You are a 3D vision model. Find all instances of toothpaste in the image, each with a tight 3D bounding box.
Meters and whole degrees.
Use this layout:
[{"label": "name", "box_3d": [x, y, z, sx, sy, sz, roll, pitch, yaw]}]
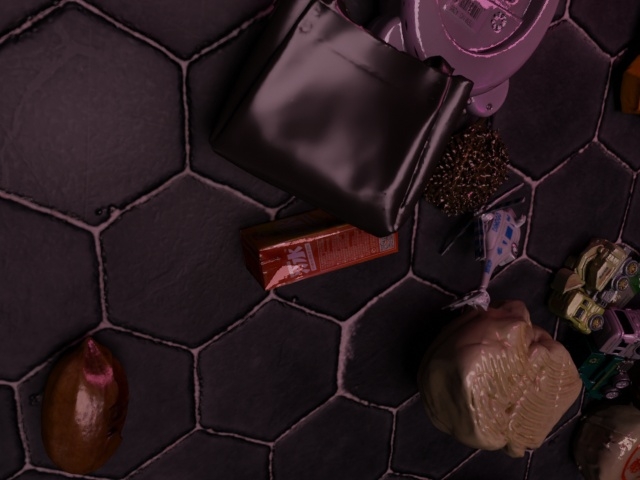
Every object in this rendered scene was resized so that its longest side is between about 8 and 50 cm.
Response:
[{"label": "toothpaste", "box_3d": [0.638, 0.116, 1.235, 0.248, 0.047, 0.078, -49, 128, 3]}]

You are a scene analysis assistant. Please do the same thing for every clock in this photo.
[{"label": "clock", "box_3d": [0.213, -0.362, 0.821, 0.296, 0.113, 0.322, 15, 104, -28]}]

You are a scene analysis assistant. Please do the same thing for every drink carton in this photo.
[{"label": "drink carton", "box_3d": [0.000, 0.000, 0.872, 0.223, 0.096, 0.071, -15, 115, -19]}]

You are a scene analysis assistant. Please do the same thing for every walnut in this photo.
[{"label": "walnut", "box_3d": [-0.330, 0.232, 0.812, 0.116, 0.116, 0.207, 0, 102, -24]}]

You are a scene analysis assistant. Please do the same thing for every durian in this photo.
[{"label": "durian", "box_3d": [0.253, -0.121, 0.943, 0.148, 0.091, 0.188, 9, 104, -27]}]

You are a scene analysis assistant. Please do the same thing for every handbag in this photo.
[{"label": "handbag", "box_3d": [0.029, -0.164, 0.754, 0.285, 0.113, 0.257, 28, 109, -7]}]

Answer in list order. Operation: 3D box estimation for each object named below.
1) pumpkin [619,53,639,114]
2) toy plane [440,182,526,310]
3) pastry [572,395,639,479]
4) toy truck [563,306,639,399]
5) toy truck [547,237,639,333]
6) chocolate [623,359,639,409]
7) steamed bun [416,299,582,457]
[{"label": "pumpkin", "box_3d": [0.666, -0.304, 1.057, 0.258, 0.095, 0.290, 12, 108, -32]}, {"label": "toy plane", "box_3d": [0.289, 0.019, 0.945, 0.107, 0.273, 0.182, 42, 116, -13]}, {"label": "pastry", "box_3d": [0.724, 0.493, 1.373, 0.265, 0.133, 0.264, -9, 117, -19]}, {"label": "toy truck", "box_3d": [0.586, 0.235, 1.199, 0.116, 0.110, 0.216, 8, 132, -8]}, {"label": "toy truck", "box_3d": [0.533, 0.080, 1.152, 0.116, 0.085, 0.191, 31, 94, -21]}, {"label": "chocolate", "box_3d": [0.783, 0.293, 1.256, 0.340, 0.225, 0.210, 2, 130, -43]}, {"label": "steamed bun", "box_3d": [0.308, 0.239, 1.051, 0.289, 0.203, 0.276, -23, 109, -30]}]
